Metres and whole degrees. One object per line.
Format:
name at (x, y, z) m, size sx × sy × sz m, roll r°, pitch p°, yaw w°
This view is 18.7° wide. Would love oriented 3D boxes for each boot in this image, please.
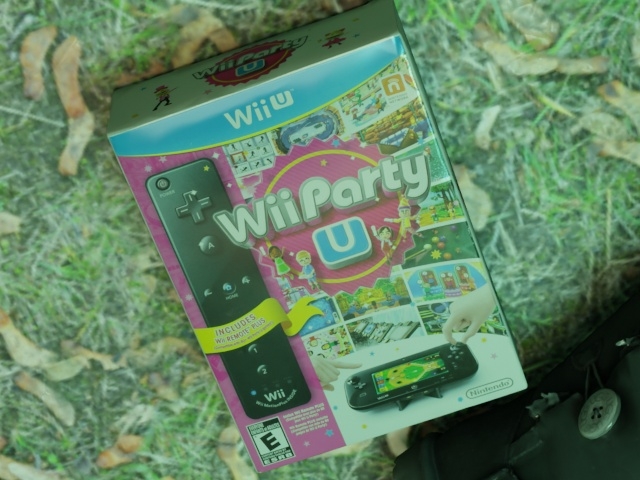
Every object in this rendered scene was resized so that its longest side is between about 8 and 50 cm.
boot at (0.276, 0.181, 1.378) m, size 0.445 × 0.367 × 0.146 m, roll -36°, pitch 139°, yaw 22°

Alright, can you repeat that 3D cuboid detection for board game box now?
board game box at (0.000, 0.000, 1.444) m, size 0.224 × 0.097 × 0.303 m, roll -19°, pitch 114°, yaw 7°
